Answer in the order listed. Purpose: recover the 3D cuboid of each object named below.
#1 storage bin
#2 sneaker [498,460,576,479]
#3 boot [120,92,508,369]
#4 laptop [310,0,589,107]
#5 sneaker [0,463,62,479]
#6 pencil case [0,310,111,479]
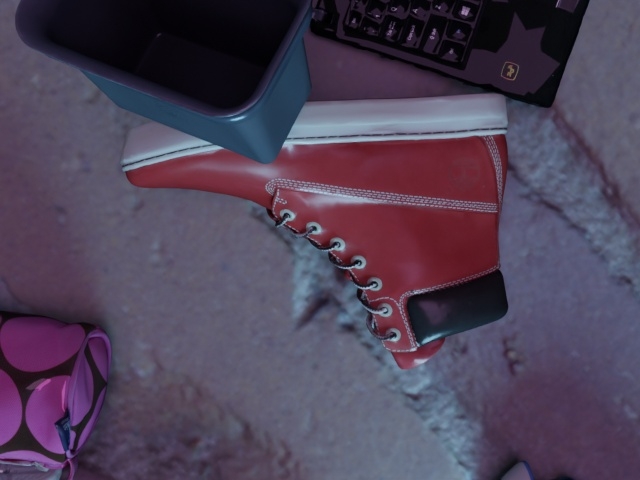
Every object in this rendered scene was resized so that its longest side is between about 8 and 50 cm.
[{"bbox_3d":[-0.066,-0.101,0.415,0.135,0.091,0.098,23,77,15],"label":"storage bin"},{"bbox_3d":[0.180,0.200,0.549,0.144,0.053,0.059,25,93,-5],"label":"sneaker"},{"bbox_3d":[0.000,0.000,0.510,0.244,0.088,0.176,-2,97,-5],"label":"boot"},{"bbox_3d":[0.057,-0.231,0.458,0.264,0.136,0.234,19,96,3],"label":"laptop"},{"bbox_3d":[-0.248,0.169,0.543,0.158,0.061,0.065,-7,123,0],"label":"sneaker"},{"bbox_3d":[-0.245,0.089,0.509,0.209,0.095,0.098,9,96,0],"label":"pencil case"}]
